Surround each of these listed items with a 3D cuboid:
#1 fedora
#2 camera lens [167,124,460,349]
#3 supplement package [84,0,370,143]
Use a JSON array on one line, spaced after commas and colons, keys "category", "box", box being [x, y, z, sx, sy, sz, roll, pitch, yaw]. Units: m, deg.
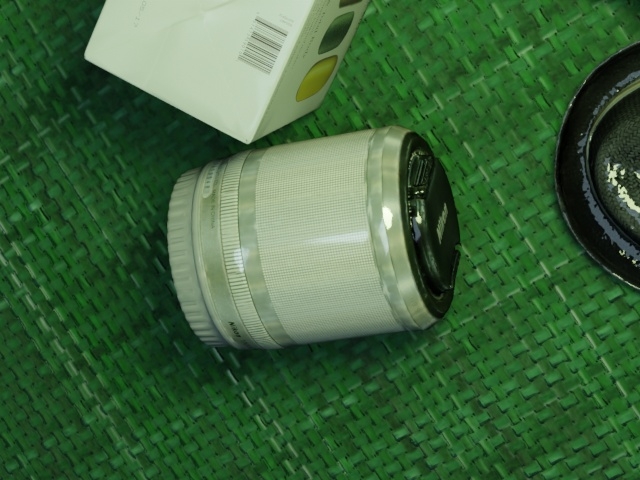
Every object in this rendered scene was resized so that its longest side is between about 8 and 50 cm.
[{"category": "fedora", "box": [0.397, -0.061, 1.841, 0.334, 0.152, 0.334, 3, 103, 16]}, {"category": "camera lens", "box": [0.000, 0.000, 1.932, 0.274, 0.219, 0.219, -8, 99, 18]}, {"category": "supplement package", "box": [-0.080, -0.248, 1.880, 0.198, 0.263, 0.199, 28, 108, 8]}]
